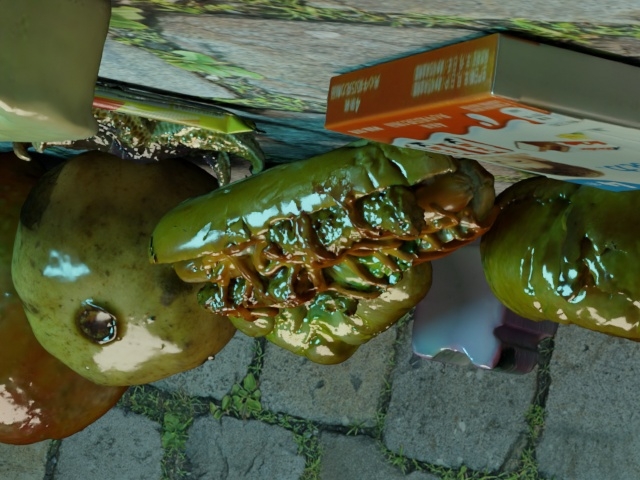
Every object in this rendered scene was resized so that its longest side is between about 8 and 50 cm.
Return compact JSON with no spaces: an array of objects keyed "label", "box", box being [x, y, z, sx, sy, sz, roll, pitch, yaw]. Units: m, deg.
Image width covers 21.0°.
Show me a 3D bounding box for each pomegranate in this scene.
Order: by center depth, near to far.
[{"label":"pomegranate","box":[-0.213,0.023,1.945,0.281,0.281,0.281,8,176,1]}]

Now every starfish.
[{"label":"starfish","box":[-0.164,-0.094,1.623,0.238,0.071,0.216,8,180,22]}]

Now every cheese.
[{"label":"cheese","box":[-0.294,-0.131,1.082,0.384,0.104,0.384,9,176,1]}]

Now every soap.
[{"label":"soap","box":[0.211,0.060,2.067,0.109,0.193,0.324,9,177,20]}]

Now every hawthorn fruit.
[{"label":"hawthorn fruit","box":[-0.400,0.093,2.218,0.403,0.403,0.403,8,176,1]}]

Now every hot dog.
[{"label":"hot dog","box":[0.000,0.000,1.589,0.349,0.117,0.158,-16,149,35]}]

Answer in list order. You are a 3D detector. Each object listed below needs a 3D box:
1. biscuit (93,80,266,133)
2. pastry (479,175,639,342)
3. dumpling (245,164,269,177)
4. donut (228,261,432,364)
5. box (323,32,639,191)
[{"label":"biscuit","box":[-0.186,-0.126,1.488,0.292,0.026,0.048,10,-165,-21]},{"label":"pastry","box":[0.317,0.023,1.594,0.356,0.164,0.356,6,178,0]},{"label":"dumpling","box":[0.018,-0.024,2.036,0.166,0.086,0.332,41,-177,13]},{"label":"donut","box":[0.001,0.017,1.819,0.208,0.128,0.261,28,142,-17]},{"label":"box","box":[0.173,-0.082,1.210,0.265,0.048,0.273,10,175,-21]}]
